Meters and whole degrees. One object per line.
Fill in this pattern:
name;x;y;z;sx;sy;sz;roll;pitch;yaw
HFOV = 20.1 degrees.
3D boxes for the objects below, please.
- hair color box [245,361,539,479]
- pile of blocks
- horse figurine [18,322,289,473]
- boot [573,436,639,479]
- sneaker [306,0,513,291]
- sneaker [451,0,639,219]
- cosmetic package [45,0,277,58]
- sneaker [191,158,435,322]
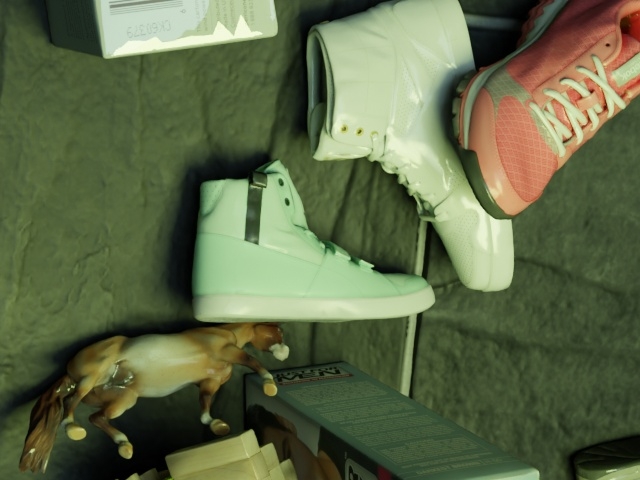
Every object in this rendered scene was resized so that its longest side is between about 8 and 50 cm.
hair color box;0.053;0.241;1.575;0.113;0.374;0.185;-6;102;-22
pile of blocks;-0.137;0.286;1.624;0.149;0.112;0.362;49;117;12
horse figurine;-0.147;0.127;1.605;0.263;0.174;0.066;-14;116;-6
boot;0.375;0.292;1.884;0.236;0.085;0.178;-6;104;-15
sneaker;0.072;-0.076;1.682;0.169;0.108;0.292;-17;96;-18
sneaker;0.226;-0.143;1.641;0.116;0.136;0.314;57;45;-25
cosmetic package;-0.142;-0.239;1.509;0.151;0.184;0.151;-10;104;-20
sneaker;0.000;0.000;1.668;0.256;0.094;0.151;3;83;-34
